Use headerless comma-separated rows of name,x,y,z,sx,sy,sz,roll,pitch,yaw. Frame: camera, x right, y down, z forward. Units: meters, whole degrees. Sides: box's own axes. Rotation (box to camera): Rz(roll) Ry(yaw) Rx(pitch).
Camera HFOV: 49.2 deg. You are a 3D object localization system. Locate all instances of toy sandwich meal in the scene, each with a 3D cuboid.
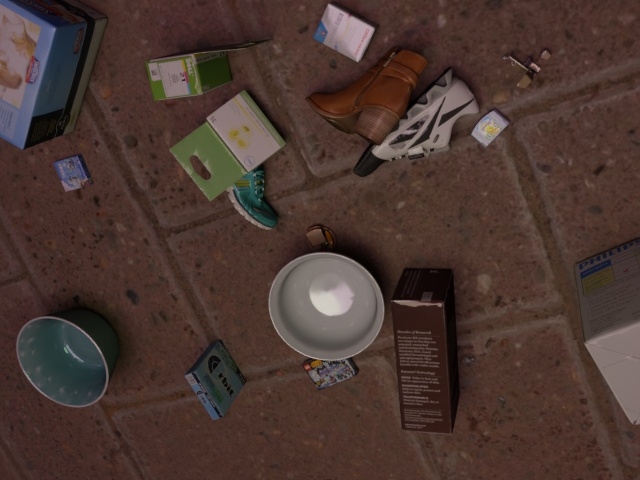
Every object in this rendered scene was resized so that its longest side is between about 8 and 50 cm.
toy sandwich meal,0.000,0.000,1.839,0.086,0.029,0.085,6,114,15

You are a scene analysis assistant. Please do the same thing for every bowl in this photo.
bowl,-0.745,0.333,2.138,0.312,0.163,0.311,7,114,15
bowl,0.023,0.152,1.826,0.298,0.134,0.297,3,107,9

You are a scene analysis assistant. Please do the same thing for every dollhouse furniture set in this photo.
dollhouse furniture set,0.432,-0.382,1.499,0.081,0.114,0.091,38,120,4

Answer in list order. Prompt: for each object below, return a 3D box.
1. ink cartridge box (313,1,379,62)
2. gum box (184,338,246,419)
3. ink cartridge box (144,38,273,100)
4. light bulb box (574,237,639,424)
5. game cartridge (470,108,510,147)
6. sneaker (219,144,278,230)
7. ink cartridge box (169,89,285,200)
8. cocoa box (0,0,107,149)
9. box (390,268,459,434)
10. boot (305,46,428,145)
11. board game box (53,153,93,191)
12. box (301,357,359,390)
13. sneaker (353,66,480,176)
ink cartridge box,0.060,-0.479,1.607,0.123,0.052,0.088,30,118,5
gum box,-0.299,0.397,2.013,0.041,0.184,0.156,-24,103,24
ink cartridge box,-0.253,-0.407,1.658,0.255,0.189,0.096,-3,110,18
light bulb box,0.759,0.147,1.478,0.358,0.361,0.225,-26,104,25
game cartridge,0.389,-0.261,1.617,0.056,0.017,0.083,42,117,1
sneaker,-0.189,-0.148,1.801,0.110,0.107,0.275,-30,101,16
ink cartridge box,-0.230,-0.234,1.731,0.235,0.056,0.171,-39,96,-9
cocoa box,-0.737,-0.448,1.770,0.232,0.228,0.347,30,118,3
box,0.272,0.281,1.783,0.143,0.191,0.381,1,112,17
boot,0.101,-0.355,1.607,0.109,0.283,0.220,29,92,-39
board game box,-0.702,-0.191,1.984,0.090,0.020,0.090,-12,108,23
box,0.028,0.361,1.984,0.137,0.027,0.094,-29,100,26
sneaker,0.223,-0.233,1.619,0.330,0.122,0.146,-41,100,23
